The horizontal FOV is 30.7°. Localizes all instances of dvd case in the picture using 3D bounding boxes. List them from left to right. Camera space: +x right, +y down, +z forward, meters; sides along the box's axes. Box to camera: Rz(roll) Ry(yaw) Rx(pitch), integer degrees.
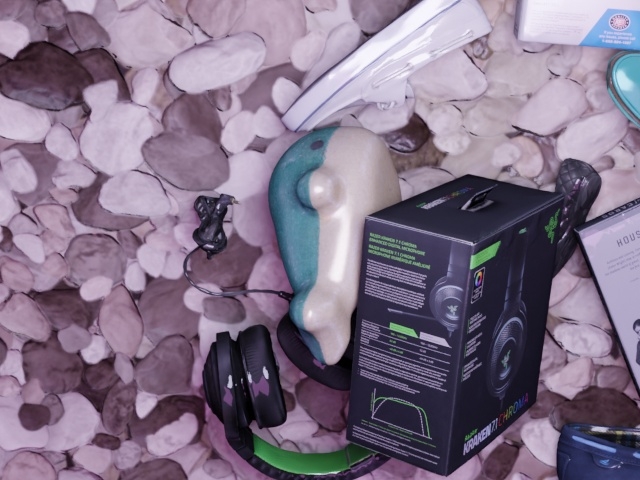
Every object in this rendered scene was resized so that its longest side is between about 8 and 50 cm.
[{"bbox_3d":[0.421,0.055,1.375,0.179,0.029,0.238,-25,105,0],"label":"dvd case"}]

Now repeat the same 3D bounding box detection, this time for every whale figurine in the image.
[{"bbox_3d":[0.000,0.000,1.295,0.141,0.272,0.216,1,147,21],"label":"whale figurine"}]

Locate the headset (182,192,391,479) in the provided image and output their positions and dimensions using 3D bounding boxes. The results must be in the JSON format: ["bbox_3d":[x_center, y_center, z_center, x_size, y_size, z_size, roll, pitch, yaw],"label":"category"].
[{"bbox_3d":[-0.040,0.125,1.421,0.243,0.185,0.394,-29,119,9],"label":"headset"}]

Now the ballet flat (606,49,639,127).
[{"bbox_3d":[0.421,-0.135,1.301,0.247,0.087,0.083,26,96,-1],"label":"ballet flat"}]

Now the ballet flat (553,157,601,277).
[{"bbox_3d":[0.279,-0.015,1.381,0.057,0.049,0.173,4,117,-42],"label":"ballet flat"}]

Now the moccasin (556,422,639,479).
[{"bbox_3d":[0.452,0.260,1.395,0.342,0.138,0.117,-7,94,13],"label":"moccasin"}]

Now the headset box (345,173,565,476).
[{"bbox_3d":[0.154,0.074,1.294,0.131,0.246,0.283,15,110,30],"label":"headset box"}]

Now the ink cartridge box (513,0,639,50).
[{"bbox_3d":[0.290,-0.309,1.257,0.140,0.082,0.190,5,107,2],"label":"ink cartridge box"}]

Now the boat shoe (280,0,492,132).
[{"bbox_3d":[0.074,-0.188,1.307,0.258,0.095,0.084,-35,98,15],"label":"boat shoe"}]
